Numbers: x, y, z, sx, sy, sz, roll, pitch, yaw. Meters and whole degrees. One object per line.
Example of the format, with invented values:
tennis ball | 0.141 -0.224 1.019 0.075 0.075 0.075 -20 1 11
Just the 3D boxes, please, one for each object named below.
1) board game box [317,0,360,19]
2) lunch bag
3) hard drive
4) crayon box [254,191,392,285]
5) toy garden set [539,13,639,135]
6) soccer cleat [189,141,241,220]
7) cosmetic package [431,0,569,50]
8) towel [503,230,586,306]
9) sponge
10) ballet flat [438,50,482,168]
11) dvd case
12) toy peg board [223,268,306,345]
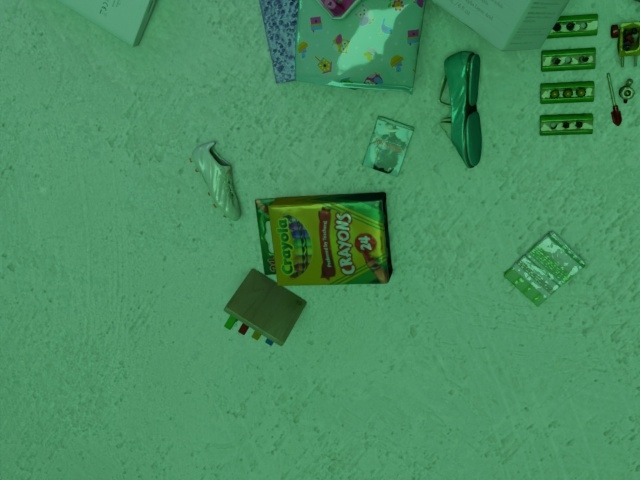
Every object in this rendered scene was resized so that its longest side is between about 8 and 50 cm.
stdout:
board game box | 0.045 -0.697 1.437 0.390 0.050 0.390 -44 72 18
lunch bag | 0.076 -0.428 1.549 0.262 0.160 0.224 7 110 4
hard drive | -0.509 -0.599 1.661 0.307 0.040 0.203 32 120 1
crayon box | 0.000 0.000 1.744 0.318 0.081 0.202 -3 108 13
toy garden set | 0.560 -0.338 1.534 0.203 0.049 0.245 0 108 12
soccer cleat | -0.233 -0.138 1.756 0.076 0.068 0.196 -28 98 15
cosmetic package | 0.389 -0.565 1.354 0.217 0.156 0.385 45 131 27
towel | 0.508 0.064 1.694 0.113 0.023 0.152 43 113 -2
sponge | -0.061 -0.456 1.634 0.117 0.031 0.210 -7 105 14
ballet flat | 0.298 -0.280 1.602 0.087 0.083 0.248 8 111 35
dvd case | 0.152 -0.211 1.679 0.087 0.013 0.120 20 110 5
toy peg board | -0.142 0.177 1.799 0.160 0.161 0.079 32 129 0
